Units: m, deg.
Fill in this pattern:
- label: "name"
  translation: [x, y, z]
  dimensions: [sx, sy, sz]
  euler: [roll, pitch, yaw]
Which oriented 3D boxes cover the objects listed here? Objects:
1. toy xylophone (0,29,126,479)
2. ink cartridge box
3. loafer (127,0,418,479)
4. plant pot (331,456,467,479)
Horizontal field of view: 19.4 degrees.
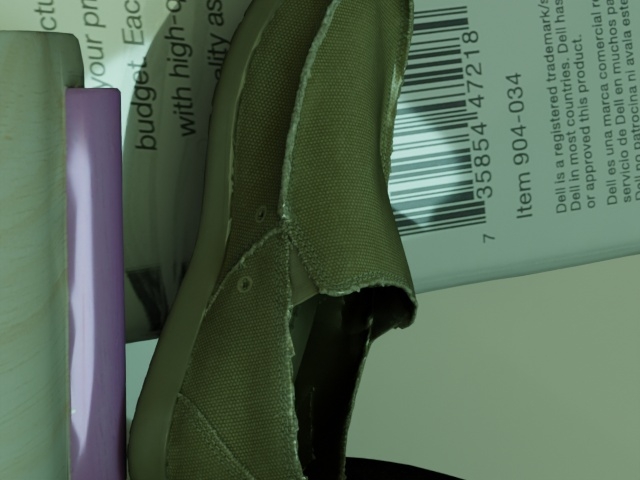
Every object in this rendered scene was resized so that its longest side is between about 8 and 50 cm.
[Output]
- label: "toy xylophone"
  translation: [-0.190, -0.012, 0.376]
  dimensions: [0.322, 0.081, 0.236]
  euler: [6, 94, -12]
- label: "ink cartridge box"
  translation: [-0.043, -0.079, 0.523]
  dimensions: [0.273, 0.115, 0.198]
  euler: [-9, 97, -21]
- label: "loafer"
  translation: [0.000, 0.000, 0.441]
  dimensions: [0.056, 0.050, 0.148]
  euler: [25, 77, -62]
- label: "plant pot"
  translation: [0.015, 0.157, 0.411]
  dimensions: [0.188, 0.167, 0.187]
  euler: [49, 60, -1]
